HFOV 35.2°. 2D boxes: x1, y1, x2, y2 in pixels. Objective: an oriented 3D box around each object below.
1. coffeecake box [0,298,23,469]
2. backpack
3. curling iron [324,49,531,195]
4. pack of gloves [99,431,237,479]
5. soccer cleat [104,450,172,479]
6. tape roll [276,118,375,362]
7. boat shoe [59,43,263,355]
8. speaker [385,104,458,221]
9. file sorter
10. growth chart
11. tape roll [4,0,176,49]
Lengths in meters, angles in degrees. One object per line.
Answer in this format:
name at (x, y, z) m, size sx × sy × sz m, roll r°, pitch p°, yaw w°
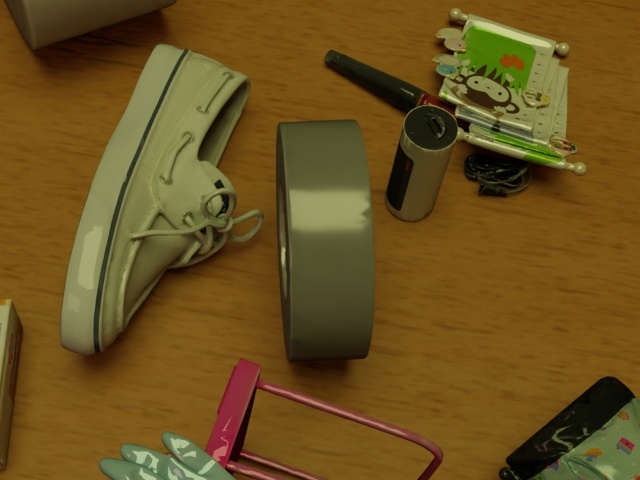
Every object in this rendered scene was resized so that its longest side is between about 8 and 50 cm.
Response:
coffeecake box at (-0.372, 0.128, 0.900) m, size 0.185 × 0.068 × 0.142 m, roll 1°, pitch 60°, yaw -5°
backpack at (0.269, 0.221, 0.877) m, size 0.152 × 0.115 × 0.182 m, roll -30°, pitch 71°, yaw -29°
curling iron at (0.115, -0.139, 1.116) m, size 0.274 × 0.035 × 0.068 m, roll 38°, pitch 64°, yaw 15°
pack of gloves at (-0.079, 0.239, 0.644) m, size 0.232 × 0.046 × 0.195 m, roll 31°, pitch 62°, yaw 7°
soccer cleat at (-0.165, 0.218, 0.893) m, size 0.083 × 0.029 × 0.036 m, roll -29°, pitch 75°, yaw -16°
tape roll at (0.000, 0.000, 0.921) m, size 0.072 × 0.219 × 0.219 m, roll -2°, pitch 60°, yaw -5°
boat shoe at (-0.133, -0.038, 0.993) m, size 0.156 × 0.136 × 0.367 m, roll 14°, pitch 50°, yaw -1°
speaker at (0.101, -0.076, 1.021) m, size 0.055 × 0.136 × 0.055 m, roll 2°, pitch 61°, yaw -4°
file sorter at (-0.033, 0.282, 0.770) m, size 0.182 × 0.202 × 0.291 m, roll 19°, pitch 60°, yaw 2°
growth chart at (0.208, -0.172, 1.131) m, size 0.172 × 0.021 × 0.237 m, roll 12°, pitch 49°, yaw -4°
tape roll at (-0.274, -0.345, 1.081) m, size 0.169 × 0.246 × 0.246 m, roll -23°, pitch 65°, yaw -16°
